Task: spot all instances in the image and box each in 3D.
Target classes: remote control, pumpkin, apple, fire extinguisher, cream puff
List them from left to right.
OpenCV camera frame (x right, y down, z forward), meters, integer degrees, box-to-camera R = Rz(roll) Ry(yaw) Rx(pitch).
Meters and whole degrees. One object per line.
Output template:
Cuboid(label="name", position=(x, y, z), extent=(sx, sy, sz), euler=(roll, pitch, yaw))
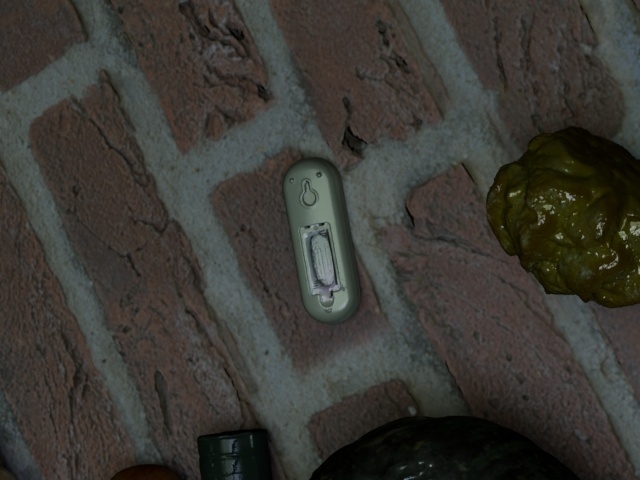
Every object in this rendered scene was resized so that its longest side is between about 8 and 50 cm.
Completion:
Cuboid(label="apple", position=(-0.231, 0.360, 1.871), extent=(0.126, 0.102, 0.126), euler=(0, 91, 17))
Cuboid(label="fire extinguisher", position=(-0.094, 0.404, 1.836), extent=(0.095, 0.114, 0.311), euler=(-9, 85, 56))
Cuboid(label="remote control", position=(0.000, 0.000, 1.828), extent=(0.078, 0.042, 0.221), euler=(-11, 87, 18))
Cuboid(label="pumpkin", position=(0.144, 0.426, 1.627), extent=(0.454, 0.344, 0.455), euler=(-6, 79, 33))
Cuboid(label="cream puff", position=(0.316, -0.027, 1.640), extent=(0.196, 0.244, 0.244), euler=(-29, 81, 28))

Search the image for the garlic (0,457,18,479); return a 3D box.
Cuboid(label="garlic", position=(-0.534, 0.332, 1.938), extent=(0.281, 0.185, 0.203), euler=(32, 127, -5))
